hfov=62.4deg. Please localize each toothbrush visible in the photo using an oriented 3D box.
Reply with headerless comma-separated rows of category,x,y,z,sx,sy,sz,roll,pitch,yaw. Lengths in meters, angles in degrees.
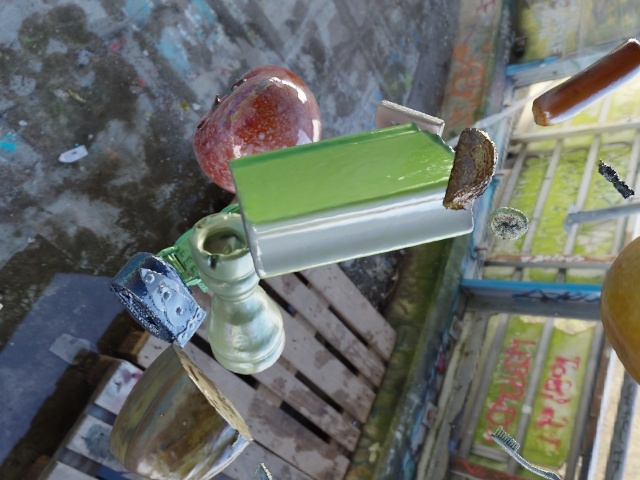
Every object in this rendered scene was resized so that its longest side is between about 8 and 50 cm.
toothbrush,0.518,0.524,1.102,0.037,0.375,0.028,-49,168,-13

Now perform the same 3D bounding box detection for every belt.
belt,-0.342,0.112,1.123,0.128,0.122,0.218,-58,143,-30

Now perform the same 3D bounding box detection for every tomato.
tomato,-0.118,-0.207,1.056,0.227,0.270,0.270,45,58,-25

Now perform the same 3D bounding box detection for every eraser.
eraser,0.031,-0.065,0.683,0.274,0.210,0.092,-14,125,-9

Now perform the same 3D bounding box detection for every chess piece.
chess piece,-0.226,0.140,1.415,0.234,0.234,0.442,-48,148,-36

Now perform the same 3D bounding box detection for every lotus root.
lotus root,-0.290,0.422,1.153,0.250,0.316,0.316,-49,125,-18

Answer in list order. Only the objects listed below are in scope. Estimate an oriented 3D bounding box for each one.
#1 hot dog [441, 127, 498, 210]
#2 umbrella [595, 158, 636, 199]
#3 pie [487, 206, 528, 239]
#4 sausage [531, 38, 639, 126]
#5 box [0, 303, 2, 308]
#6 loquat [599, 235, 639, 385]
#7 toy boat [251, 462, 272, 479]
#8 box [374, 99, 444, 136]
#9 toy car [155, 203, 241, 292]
hot dog,0.143,-0.067,0.505,0.035,0.058,0.083,18,77,-1
umbrella,0.848,-0.178,1.526,0.143,0.037,0.040,60,14,26
pie,0.399,-0.034,1.128,0.021,0.084,0.084,-52,127,-51
sausage,0.642,-0.371,1.255,0.089,0.300,0.083,58,6,6
box,-0.828,0.182,1.281,0.045,0.062,0.098,46,12,-11
loquat,0.584,0.107,0.763,0.329,0.329,0.328,1,89,-47
toy boat,-0.179,0.713,1.535,0.016,0.063,0.115,11,110,-40
box,0.146,-0.194,0.881,0.025,0.115,0.048,-56,162,-34
toy car,-0.340,0.021,1.753,0.359,0.176,0.213,-35,77,-11
